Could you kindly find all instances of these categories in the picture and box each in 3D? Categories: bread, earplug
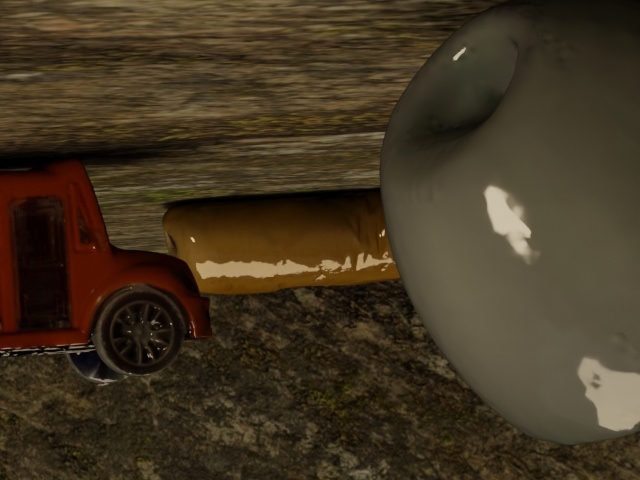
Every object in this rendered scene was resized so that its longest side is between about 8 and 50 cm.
[{"bbox_3d":[0.000,0.000,1.616,0.305,0.091,0.142,-5,172,-13],"label":"bread"},{"bbox_3d":[0.176,-0.029,0.714,0.325,0.175,0.214,-14,-173,-28],"label":"earplug"}]

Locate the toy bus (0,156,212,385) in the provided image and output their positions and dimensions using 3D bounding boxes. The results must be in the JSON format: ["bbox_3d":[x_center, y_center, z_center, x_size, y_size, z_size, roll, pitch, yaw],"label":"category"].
[{"bbox_3d":[-0.238,0.026,1.089,0.329,0.153,0.143,-2,175,-17],"label":"toy bus"}]
